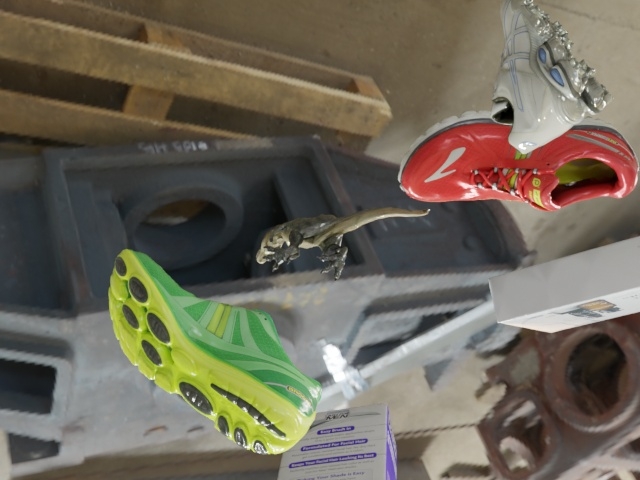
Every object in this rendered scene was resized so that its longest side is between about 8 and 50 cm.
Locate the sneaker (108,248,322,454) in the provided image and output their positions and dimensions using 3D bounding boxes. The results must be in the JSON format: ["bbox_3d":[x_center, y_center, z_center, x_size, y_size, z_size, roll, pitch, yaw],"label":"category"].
[{"bbox_3d":[-0.124,0.119,0.984,0.123,0.295,0.109,-31,158,-54],"label":"sneaker"}]

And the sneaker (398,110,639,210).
[{"bbox_3d":[0.231,-0.083,1.005,0.279,0.118,0.107,-6,127,0],"label":"sneaker"}]

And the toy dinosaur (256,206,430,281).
[{"bbox_3d":[0.000,0.000,1.126,0.268,0.118,0.064,-10,116,33],"label":"toy dinosaur"}]

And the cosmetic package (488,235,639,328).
[{"bbox_3d":[0.551,0.082,1.640,0.377,0.097,0.284,-19,163,31],"label":"cosmetic package"}]

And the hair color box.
[{"bbox_3d":[0.028,0.412,1.426,0.185,0.339,0.110,-10,113,10],"label":"hair color box"}]

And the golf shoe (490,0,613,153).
[{"bbox_3d":[0.159,-0.138,0.691,0.069,0.176,0.086,32,120,-24],"label":"golf shoe"}]
